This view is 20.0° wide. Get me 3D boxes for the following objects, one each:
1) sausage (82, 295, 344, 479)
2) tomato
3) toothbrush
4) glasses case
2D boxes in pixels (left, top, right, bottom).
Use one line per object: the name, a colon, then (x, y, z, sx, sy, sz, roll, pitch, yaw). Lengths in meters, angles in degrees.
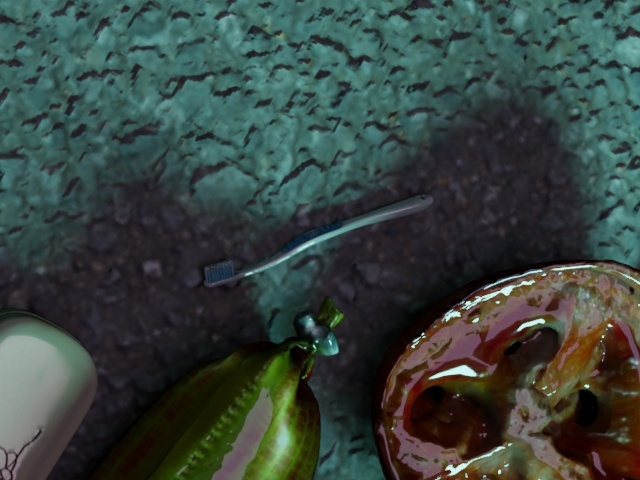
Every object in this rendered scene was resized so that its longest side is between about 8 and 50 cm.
sausage: (-0.087, 0.159, 1.088, 0.317, 0.117, 0.125, -53, 142, -9)
tomato: (0.139, 0.117, 1.177, 0.228, 0.101, 0.228, 0, 91, -11)
toothbrush: (0.000, 0.000, 1.159, 0.162, 0.014, 0.017, -18, 121, -18)
glasses case: (-0.208, 0.134, 1.076, 0.083, 0.050, 0.196, 32, 84, -22)
